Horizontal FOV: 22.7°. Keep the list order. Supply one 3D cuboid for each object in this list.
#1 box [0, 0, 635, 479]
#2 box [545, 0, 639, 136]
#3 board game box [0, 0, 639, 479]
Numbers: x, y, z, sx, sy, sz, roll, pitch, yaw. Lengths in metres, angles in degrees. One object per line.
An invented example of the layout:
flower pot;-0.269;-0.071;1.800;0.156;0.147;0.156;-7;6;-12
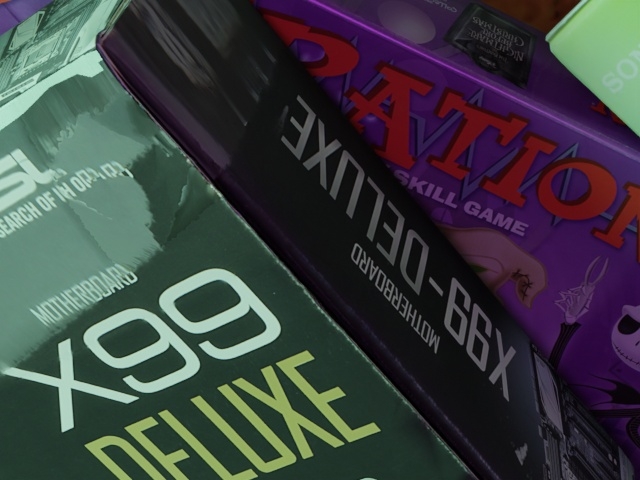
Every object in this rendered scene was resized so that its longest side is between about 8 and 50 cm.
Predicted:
box;-0.088;0.068;0.542;0.307;0.076;0.242;-25;117;33
box;0.253;-0.024;0.479;0.322;0.232;0.058;43;150;2
board game box;0.000;0.000;0.540;0.347;0.056;0.208;25;129;-3
